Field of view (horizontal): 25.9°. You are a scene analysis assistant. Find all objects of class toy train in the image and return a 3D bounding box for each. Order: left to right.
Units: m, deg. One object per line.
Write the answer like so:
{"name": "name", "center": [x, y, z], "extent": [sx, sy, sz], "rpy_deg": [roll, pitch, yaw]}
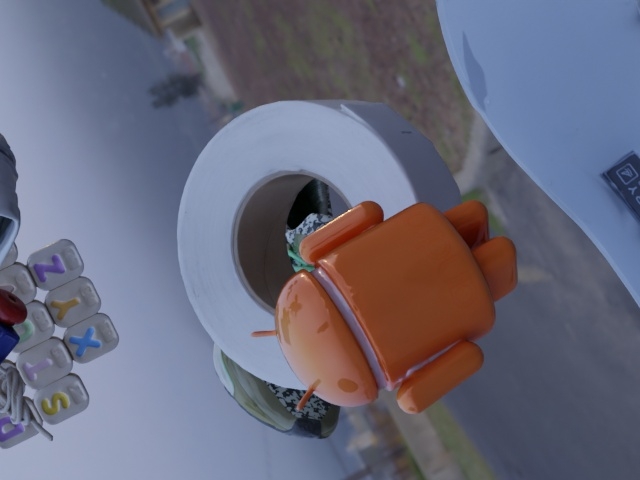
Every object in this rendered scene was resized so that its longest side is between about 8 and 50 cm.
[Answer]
{"name": "toy train", "center": [-0.342, 0.082, 1.258], "extent": [0.248, 0.105, 0.143], "rpy_deg": [45, -171, 36]}

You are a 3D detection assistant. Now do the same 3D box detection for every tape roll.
{"name": "tape roll", "center": [0.000, 0.000, 1.380], "extent": [0.100, 0.286, 0.286], "rpy_deg": [-10, -111, -59]}

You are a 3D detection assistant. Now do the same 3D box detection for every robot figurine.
{"name": "robot figurine", "center": [0.055, 0.052, 1.147], "extent": [0.158, 0.219, 0.128], "rpy_deg": [61, 172, -8]}

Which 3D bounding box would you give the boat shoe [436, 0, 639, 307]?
{"name": "boat shoe", "center": [0.214, -0.079, 0.899], "extent": [0.367, 0.136, 0.156], "rpy_deg": [54, -152, 3]}

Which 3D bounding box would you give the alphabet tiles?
{"name": "alphabet tiles", "center": [-0.419, 0.128, 1.832], "extent": [0.284, 0.278, 0.021], "rpy_deg": [68, 170, -18]}

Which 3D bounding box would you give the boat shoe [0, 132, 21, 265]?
{"name": "boat shoe", "center": [-0.235, 0.036, 0.748], "extent": [0.083, 0.226, 0.076], "rpy_deg": [14, -145, -38]}

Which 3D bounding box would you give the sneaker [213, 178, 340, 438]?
{"name": "sneaker", "center": [-0.034, 0.051, 1.690], "extent": [0.410, 0.158, 0.182], "rpy_deg": [-99, 27, -44]}
